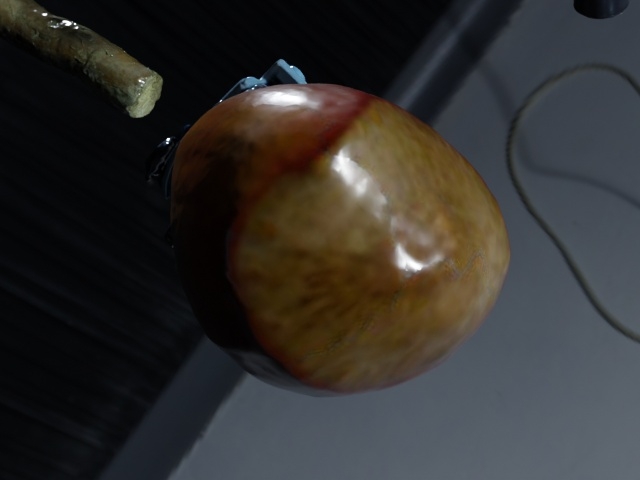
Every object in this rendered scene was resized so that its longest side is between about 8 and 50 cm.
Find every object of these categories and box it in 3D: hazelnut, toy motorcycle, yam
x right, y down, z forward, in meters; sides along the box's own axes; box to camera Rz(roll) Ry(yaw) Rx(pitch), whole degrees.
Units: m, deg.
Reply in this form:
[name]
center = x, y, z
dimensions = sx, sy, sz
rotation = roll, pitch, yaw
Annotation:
[hazelnut]
center = 0.004, 0.001, 1.393
dimensions = 0.366, 0.366, 0.365
rotation = -19, 54, 29
[toy motorcycle]
center = -0.106, -0.122, 1.806
dimensions = 0.172, 0.416, 0.232
rotation = 44, 65, 8
[yam]
center = -0.277, -0.207, 1.360
dimensions = 0.253, 0.061, 0.061
rotation = 31, 85, 12

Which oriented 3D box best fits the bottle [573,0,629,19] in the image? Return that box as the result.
[bottle]
center = 0.345, -0.398, 1.665
dimensions = 0.072, 0.244, 0.082
rotation = -36, 47, -22
